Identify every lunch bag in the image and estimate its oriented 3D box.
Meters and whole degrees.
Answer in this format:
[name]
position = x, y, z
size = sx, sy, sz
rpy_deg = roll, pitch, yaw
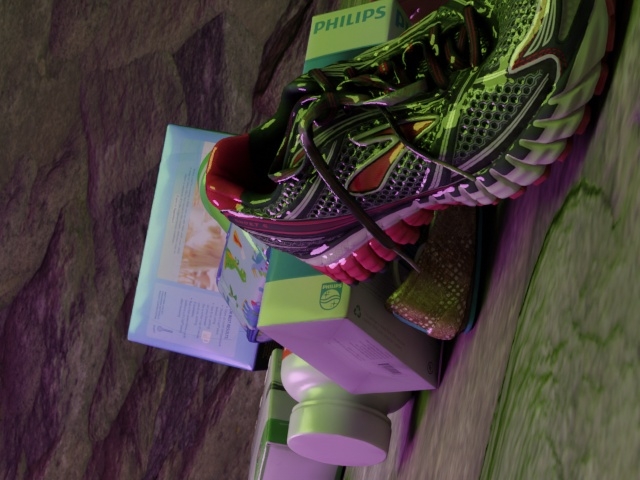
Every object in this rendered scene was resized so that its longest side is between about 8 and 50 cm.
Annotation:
[lunch bag]
position = 0.000, 0.000, 1.182
size = 0.090, 0.176, 0.219
rpy_deg = 56, 152, 23

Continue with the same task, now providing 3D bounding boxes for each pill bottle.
[pill bottle]
position = 0.026, 0.078, 1.000
size = 0.108, 0.108, 0.193
rpy_deg = 109, 171, -63

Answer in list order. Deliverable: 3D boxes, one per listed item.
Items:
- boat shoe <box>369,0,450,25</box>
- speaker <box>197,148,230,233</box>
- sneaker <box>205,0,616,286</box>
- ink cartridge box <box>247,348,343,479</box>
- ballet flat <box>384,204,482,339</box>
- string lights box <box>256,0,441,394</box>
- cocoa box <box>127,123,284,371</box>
[boat shoe]
position = 0.099, -0.330, 1.125
size = 0.302, 0.109, 0.098
rpy_deg = 97, 180, -56
[speaker]
position = -0.064, -0.026, 1.659
size = 0.296, 0.131, 0.131
rpy_deg = 49, 134, 50
[sneaker]
position = 0.045, -0.068, 0.688
size = 0.299, 0.112, 0.120
rpy_deg = -40, 36, 43
[ink cartridge box]
position = -0.031, 0.249, 1.435
size = 0.219, 0.093, 0.160
rpy_deg = -88, 10, -67
[ballet flat]
position = 0.080, -0.036, 0.837
size = 0.073, 0.067, 0.206
rpy_deg = 109, 171, -67
[string lights box]
position = 0.039, -0.032, 0.911
size = 0.133, 0.077, 0.259
rpy_deg = 41, -131, -47
[cocoa box]
position = -0.124, 0.012, 1.935
size = 0.228, 0.231, 0.347
rpy_deg = 7, -86, -67
